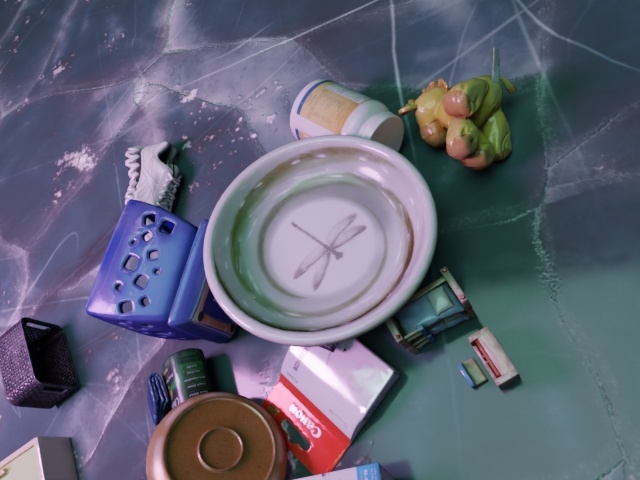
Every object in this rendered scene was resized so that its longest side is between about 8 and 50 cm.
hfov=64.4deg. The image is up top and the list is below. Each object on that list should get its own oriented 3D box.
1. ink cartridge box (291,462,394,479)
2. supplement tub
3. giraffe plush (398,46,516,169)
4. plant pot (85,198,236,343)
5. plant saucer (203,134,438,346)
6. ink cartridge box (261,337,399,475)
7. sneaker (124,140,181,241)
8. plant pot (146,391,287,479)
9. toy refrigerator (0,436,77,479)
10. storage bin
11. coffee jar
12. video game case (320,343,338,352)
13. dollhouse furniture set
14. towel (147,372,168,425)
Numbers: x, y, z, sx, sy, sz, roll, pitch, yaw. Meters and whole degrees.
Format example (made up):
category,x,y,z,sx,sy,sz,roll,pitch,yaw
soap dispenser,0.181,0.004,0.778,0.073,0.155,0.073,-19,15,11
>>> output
category,x,y,z,sx,sy,sz,roll,pitch,yaw
ink cartridge box,0.023,0.406,0.793,0.180,0.104,0.060,-17,49,12
supplement tub,0.052,-0.228,1.024,0.199,0.144,0.144,34,86,31
giraffe plush,0.243,-0.236,0.946,0.170,0.181,0.211,4,81,48
plant pot,-0.272,0.078,1.005,0.212,0.236,0.236,8,72,20
plant saucer,0.000,0.000,0.880,0.400,0.101,0.401,-6,59,11
ink cartridge box,0.000,0.270,0.901,0.189,0.066,0.232,35,83,31
sneaker,-0.391,-0.119,1.210,0.118,0.110,0.292,-18,64,7
plant pot,-0.167,0.354,0.851,0.236,0.032,0.236,11,41,-10
toy refrigerator,-0.655,0.527,1.069,0.269,0.094,0.102,-35,60,9
storage bin,-0.638,0.276,1.146,0.084,0.122,0.180,-39,59,5
coffee jar,-0.242,0.307,0.970,0.096,0.079,0.184,-56,51,38
video game case,0.004,0.055,0.966,0.196,0.026,0.274,17,63,29
dollhouse furniture set,0.204,0.163,0.807,0.129,0.129,0.184,-34,60,9
towel,-0.321,0.314,1.001,0.029,0.120,0.067,-12,54,-27
